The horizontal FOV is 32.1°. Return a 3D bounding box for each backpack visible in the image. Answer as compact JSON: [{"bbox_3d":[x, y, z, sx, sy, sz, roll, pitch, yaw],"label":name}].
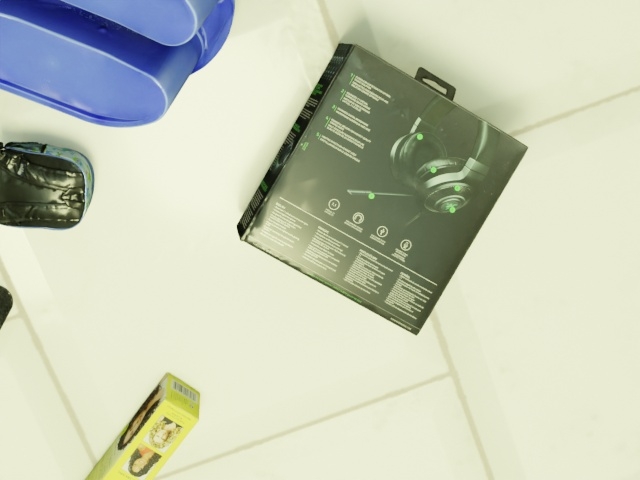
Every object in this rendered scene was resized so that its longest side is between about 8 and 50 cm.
[{"bbox_3d":[-0.335,-0.068,1.356,0.114,0.084,0.105,8,107,-1],"label":"backpack"}]

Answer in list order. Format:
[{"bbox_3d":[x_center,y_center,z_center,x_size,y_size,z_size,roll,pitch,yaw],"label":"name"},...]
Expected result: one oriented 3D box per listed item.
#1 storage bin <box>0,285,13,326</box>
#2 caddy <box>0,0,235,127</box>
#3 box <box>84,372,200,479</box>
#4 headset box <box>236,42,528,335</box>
[{"bbox_3d":[-0.495,0.092,1.396,0.180,0.084,0.122,27,104,-12],"label":"storage bin"},{"bbox_3d":[-0.267,-0.283,1.252,0.341,0.179,0.241,21,127,-10],"label":"caddy"},{"bbox_3d":[-0.248,0.291,1.471,0.058,0.087,0.232,34,101,-15],"label":"box"},{"bbox_3d":[0.073,-0.074,1.341,0.246,0.131,0.283,28,96,-11],"label":"headset box"}]
